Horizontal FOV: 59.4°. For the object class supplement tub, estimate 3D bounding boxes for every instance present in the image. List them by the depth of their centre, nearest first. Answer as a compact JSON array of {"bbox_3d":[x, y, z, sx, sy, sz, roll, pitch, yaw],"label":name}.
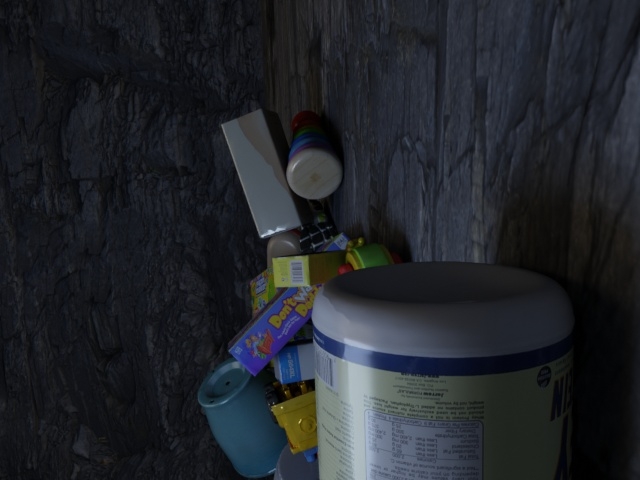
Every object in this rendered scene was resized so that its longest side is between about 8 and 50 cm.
[{"bbox_3d":[0.114,0.196,0.539,0.235,0.236,0.324,-146,53,-77],"label":"supplement tub"}]

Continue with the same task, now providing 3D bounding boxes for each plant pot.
[{"bbox_3d":[-0.199,0.472,1.580,0.255,0.272,0.271,59,-178,-24],"label":"plant pot"}]

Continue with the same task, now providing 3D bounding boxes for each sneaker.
[{"bbox_3d":[0.000,0.000,1.565,0.279,0.107,0.118,-101,-7,-48],"label":"sneaker"}]

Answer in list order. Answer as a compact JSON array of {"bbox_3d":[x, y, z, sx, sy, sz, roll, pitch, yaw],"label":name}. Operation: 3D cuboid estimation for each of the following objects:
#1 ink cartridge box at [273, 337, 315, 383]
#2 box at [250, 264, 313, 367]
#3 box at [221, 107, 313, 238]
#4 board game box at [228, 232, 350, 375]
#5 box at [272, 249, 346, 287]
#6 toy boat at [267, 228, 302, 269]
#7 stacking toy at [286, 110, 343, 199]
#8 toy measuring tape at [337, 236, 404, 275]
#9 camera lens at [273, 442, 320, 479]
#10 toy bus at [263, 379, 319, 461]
[{"bbox_3d":[-0.005,0.273,1.318,0.148,0.203,0.085,140,123,-78],"label":"ink cartridge box"},{"bbox_3d":[-0.079,0.225,1.642,0.290,0.177,0.279,144,122,-64],"label":"box"},{"bbox_3d":[-0.135,-0.173,1.471,0.148,0.121,0.311,-35,-74,-75],"label":"box"},{"bbox_3d":[-0.061,0.142,1.282,0.078,0.347,0.233,44,168,-2],"label":"board game box"},{"bbox_3d":[0.016,0.049,1.064,0.232,0.087,0.058,-3,-91,-55],"label":"box"},{"bbox_3d":[-0.108,0.044,2.063,0.151,0.151,0.231,-62,-17,-47],"label":"toy boat"},{"bbox_3d":[-0.030,-0.248,1.493,0.330,0.141,0.141,-101,12,-54],"label":"stacking toy"},{"bbox_3d":[0.106,0.104,0.918,0.330,0.121,0.121,-113,21,-43],"label":"toy measuring tape"},{"bbox_3d":[-0.013,0.666,1.454,0.219,0.219,0.274,-109,18,-56],"label":"camera lens"},{"bbox_3d":[-0.037,0.440,1.386,0.220,0.150,0.211,177,74,-80],"label":"toy bus"}]
